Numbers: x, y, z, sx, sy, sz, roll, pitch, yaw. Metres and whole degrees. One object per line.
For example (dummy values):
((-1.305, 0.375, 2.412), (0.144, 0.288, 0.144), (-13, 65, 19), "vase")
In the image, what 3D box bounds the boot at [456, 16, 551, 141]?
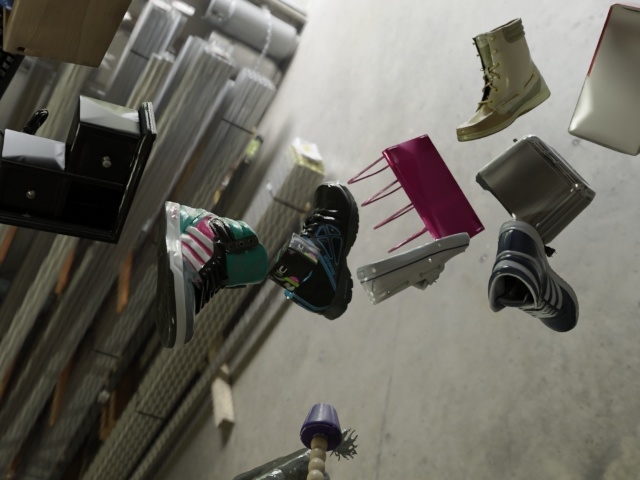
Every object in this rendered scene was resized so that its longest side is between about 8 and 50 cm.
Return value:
((0.302, -0.284, 1.252), (0.213, 0.165, 0.077), (-33, 21, -19), "boot")

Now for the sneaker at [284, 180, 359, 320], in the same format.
((0.000, 0.000, 1.559), (0.125, 0.139, 0.341), (-39, 41, 45), "sneaker")

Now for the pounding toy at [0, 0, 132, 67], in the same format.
((-0.241, -0.250, 0.628), (0.206, 0.094, 0.181), (-34, 59, 51), "pounding toy")

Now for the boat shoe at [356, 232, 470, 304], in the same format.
((0.169, 0.051, 1.235), (0.083, 0.226, 0.076), (151, 100, -72), "boat shoe")

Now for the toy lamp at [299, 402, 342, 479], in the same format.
((-0.005, 0.392, 1.196), (0.080, 0.080, 0.275), (-50, 18, 31), "toy lamp")

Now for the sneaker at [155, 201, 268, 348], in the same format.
((-0.172, 0.058, 1.145), (0.296, 0.178, 0.124), (-102, 27, -46), "sneaker")

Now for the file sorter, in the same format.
((0.236, -0.087, 1.808), (0.182, 0.291, 0.202), (-34, -6, 41), "file sorter")

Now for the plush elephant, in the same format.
((-0.026, 0.575, 1.466), (0.272, 0.329, 0.256), (97, 148, -81), "plush elephant")

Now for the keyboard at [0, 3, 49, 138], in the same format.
((-0.445, -0.172, 0.920), (0.033, 0.201, 0.317), (-7, 54, 30), "keyboard")

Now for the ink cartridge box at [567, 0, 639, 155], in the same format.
((0.577, -0.295, 1.231), (0.131, 0.306, 0.226), (28, 124, 32), "ink cartridge box")

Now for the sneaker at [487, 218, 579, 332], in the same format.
((0.397, 0.111, 1.319), (0.099, 0.282, 0.153), (-14, 34, 36), "sneaker")

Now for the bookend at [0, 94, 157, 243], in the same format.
((-0.280, -0.089, 0.776), (0.157, 0.156, 0.072), (-60, 32, 30), "bookend")

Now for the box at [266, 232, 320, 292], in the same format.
((-0.050, 0.041, 1.284), (0.083, 0.062, 0.052), (-49, 14, 29), "box")

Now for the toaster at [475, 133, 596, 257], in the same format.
((0.423, -0.097, 1.367), (0.146, 0.129, 0.227), (-46, 59, 22), "toaster")
